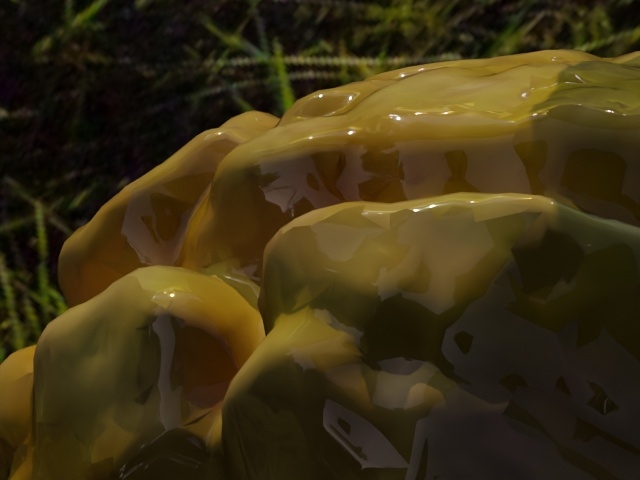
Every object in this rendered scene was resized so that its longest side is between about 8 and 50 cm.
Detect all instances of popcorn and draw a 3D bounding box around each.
[{"bbox_3d":[0.087,0.108,0.475,0.354,0.390,0.344,17,67,-72],"label":"popcorn"}]
